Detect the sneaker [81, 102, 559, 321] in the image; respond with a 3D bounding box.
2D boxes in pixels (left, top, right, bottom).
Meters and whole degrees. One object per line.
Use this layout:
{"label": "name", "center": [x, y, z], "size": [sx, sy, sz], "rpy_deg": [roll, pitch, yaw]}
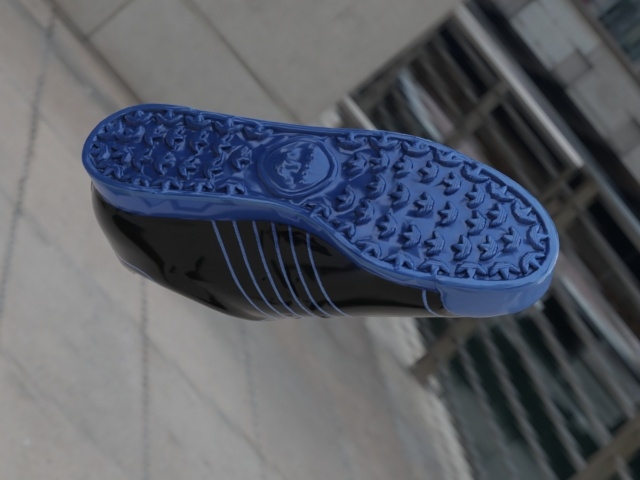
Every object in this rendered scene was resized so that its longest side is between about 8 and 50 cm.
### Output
{"label": "sneaker", "center": [0.000, 0.000, 0.796], "size": [0.232, 0.081, 0.090], "rpy_deg": [15, -35, 18]}
